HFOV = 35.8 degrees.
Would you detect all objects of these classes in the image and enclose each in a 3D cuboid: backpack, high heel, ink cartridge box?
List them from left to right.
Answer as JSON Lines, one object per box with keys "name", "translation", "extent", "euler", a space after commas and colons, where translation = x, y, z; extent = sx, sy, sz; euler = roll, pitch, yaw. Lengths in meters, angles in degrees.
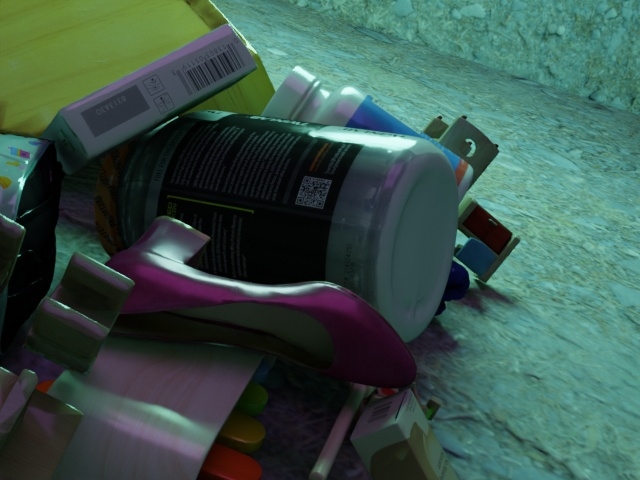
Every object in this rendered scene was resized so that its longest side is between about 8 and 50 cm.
{"name": "backpack", "translation": [-0.281, 0.001, 0.790], "extent": [0.144, 0.166, 0.188], "euler": [9, 19, -17]}
{"name": "ink cartridge box", "translation": [-0.180, -0.119, 0.946], "extent": [0.181, 0.056, 0.224], "euler": [-34, 6, -24]}
{"name": "high heel", "translation": [-0.051, 0.071, 0.733], "extent": [0.244, 0.082, 0.117], "euler": [30, 44, 1]}

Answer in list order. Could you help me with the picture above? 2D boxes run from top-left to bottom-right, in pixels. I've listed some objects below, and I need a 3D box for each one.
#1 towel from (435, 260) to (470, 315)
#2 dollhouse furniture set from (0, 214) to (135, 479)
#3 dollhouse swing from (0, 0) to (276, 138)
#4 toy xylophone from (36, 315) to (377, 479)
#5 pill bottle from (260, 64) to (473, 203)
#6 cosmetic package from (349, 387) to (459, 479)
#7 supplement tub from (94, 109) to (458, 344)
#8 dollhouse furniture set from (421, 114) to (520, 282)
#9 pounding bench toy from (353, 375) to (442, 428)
{"name": "towel", "translation": [0.000, 0.000, 1.162], "extent": [0.227, 0.076, 0.308], "euler": [-7, 33, -35]}
{"name": "dollhouse furniture set", "translation": [-0.272, 0.091, 0.595], "extent": [0.242, 0.161, 0.212], "euler": [28, 50, -8]}
{"name": "dollhouse swing", "translation": [-0.261, -0.196, 1.274], "extent": [0.347, 0.305, 0.315], "euler": [49, -8, 32]}
{"name": "toy xylophone", "translation": [-0.089, 0.125, 0.763], "extent": [0.236, 0.081, 0.322], "euler": [24, 22, 12]}
{"name": "pill bottle", "translation": [0.042, -0.088, 1.062], "extent": [0.221, 0.124, 0.124], "euler": [33, 22, -2]}
{"name": "cosmetic package", "translation": [0.071, 0.175, 0.737], "extent": [0.115, 0.041, 0.060], "euler": [61, 22, -11]}
{"name": "supplement tub", "translation": [-0.045, -0.020, 0.941], "extent": [0.316, 0.194, 0.193], "euler": [11, 17, 26]}
{"name": "dollhouse furniture set", "translation": [0.184, -0.048, 1.214], "extent": [0.183, 0.129, 0.129], "euler": [39, 1, -10]}
{"name": "pounding bench toy", "translation": [0.072, 0.152, 0.869], "extent": [0.083, 0.052, 0.065], "euler": [14, 22, -12]}
